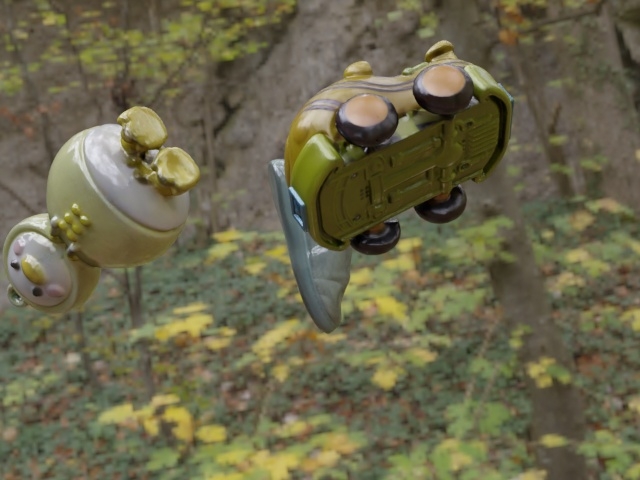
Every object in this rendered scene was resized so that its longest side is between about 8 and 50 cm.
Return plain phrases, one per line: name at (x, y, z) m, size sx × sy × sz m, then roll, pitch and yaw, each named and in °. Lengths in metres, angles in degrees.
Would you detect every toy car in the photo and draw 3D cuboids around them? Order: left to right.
toy car at (0.067, -0.106, 1.192) m, size 0.248 × 0.142 × 0.200 m, roll -23°, pitch -36°, yaw -17°

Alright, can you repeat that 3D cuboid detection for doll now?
doll at (-0.230, -0.012, 1.150) m, size 0.296 × 0.141 × 0.117 m, roll -41°, pitch 3°, yaw 28°

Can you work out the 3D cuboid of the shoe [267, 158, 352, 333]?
shoe at (0.000, 0.000, 1.612) m, size 0.100 × 0.251 × 0.103 m, roll -18°, pitch 0°, yaw -1°
